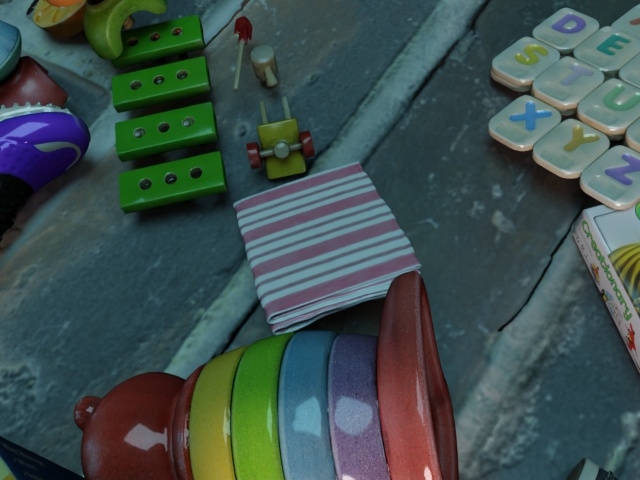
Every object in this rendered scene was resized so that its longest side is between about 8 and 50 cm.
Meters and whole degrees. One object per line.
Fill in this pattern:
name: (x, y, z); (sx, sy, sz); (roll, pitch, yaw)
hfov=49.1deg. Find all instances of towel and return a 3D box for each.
towel: (0.000, 0.000, 0.669); (0.144, 0.029, 0.197); (-17, 40, -5)

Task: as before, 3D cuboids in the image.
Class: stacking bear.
stacking bear: (-0.049, 0.149, 0.550); (0.288, 0.176, 0.164); (-10, 28, 13)

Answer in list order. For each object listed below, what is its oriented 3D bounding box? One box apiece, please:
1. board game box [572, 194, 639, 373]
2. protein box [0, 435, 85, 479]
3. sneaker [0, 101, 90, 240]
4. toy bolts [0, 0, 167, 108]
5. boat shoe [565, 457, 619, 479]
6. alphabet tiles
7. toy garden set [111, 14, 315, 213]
board game box: (0.413, 0.025, 0.630); (0.305, 0.053, 0.193); (-15, 61, -3)
protein box: (-0.189, 0.265, 0.474); (0.136, 0.200, 0.201); (-42, 66, -17)
sneaker: (-0.356, -0.021, 0.706); (0.293, 0.102, 0.146); (-27, 67, -4)
toy bolts: (-0.326, -0.262, 0.769); (0.228, 0.158, 0.218); (-49, 50, -7)
boat shoe: (0.182, 0.261, 0.512); (0.064, 0.075, 0.206); (30, 60, 14)
alphabet tiles: (0.323, -0.153, 0.721); (0.278, 0.021, 0.284); (-37, 55, -19)
toy garden set: (-0.122, -0.147, 0.777); (0.203, 0.049, 0.245); (-13, 61, 0)
